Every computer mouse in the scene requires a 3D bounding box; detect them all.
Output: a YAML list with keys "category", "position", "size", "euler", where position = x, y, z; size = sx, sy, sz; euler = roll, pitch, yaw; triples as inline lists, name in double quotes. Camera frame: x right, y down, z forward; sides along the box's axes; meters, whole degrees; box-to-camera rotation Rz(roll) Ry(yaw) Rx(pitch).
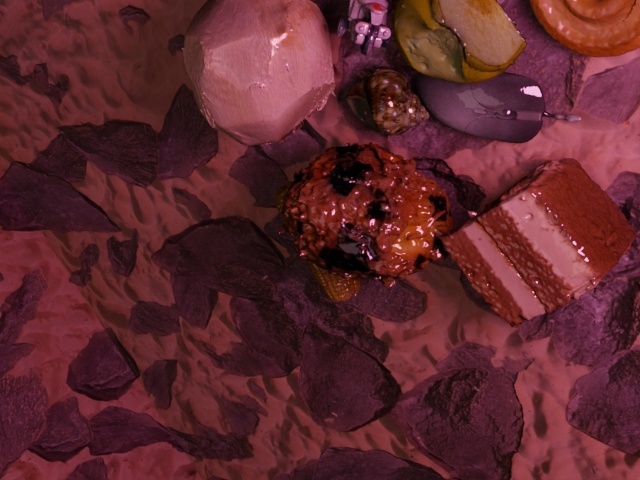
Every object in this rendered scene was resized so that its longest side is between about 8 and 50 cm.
- category: "computer mouse"
  position: [0.364, -0.288, 1.888]
  size: [0.379, 0.090, 0.167]
  euler: [17, 128, 29]

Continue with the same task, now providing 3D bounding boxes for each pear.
- category: "pear"
  position: [0.239, -0.432, 1.796]
  size: [0.292, 0.159, 0.292]
  euler: [38, 162, 15]

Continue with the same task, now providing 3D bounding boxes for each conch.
- category: "conch"
  position: [0.154, -0.307, 2.010]
  size: [0.181, 0.124, 0.187]
  euler: [54, 171, 24]

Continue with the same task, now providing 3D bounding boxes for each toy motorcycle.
- category: "toy motorcycle"
  position: [0.105, -0.506, 1.862]
  size: [0.110, 0.260, 0.171]
  euler: [10, 130, -8]

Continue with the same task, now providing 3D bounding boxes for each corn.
- category: "corn"
  position: [0.000, 0.000, 2.349]
  size: [0.131, 0.131, 0.344]
  euler: [-15, 108, 44]

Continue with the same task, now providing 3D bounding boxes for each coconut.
- category: "coconut"
  position: [-0.145, -0.420, 2.038]
  size: [0.346, 0.346, 0.360]
  euler: [11, 131, 34]

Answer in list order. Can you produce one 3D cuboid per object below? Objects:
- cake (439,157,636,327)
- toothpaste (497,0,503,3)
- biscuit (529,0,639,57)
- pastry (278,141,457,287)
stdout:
- category: "cake"
  position: [0.460, -0.004, 1.878]
  size: [0.282, 0.255, 0.290]
  euler: [52, 132, 2]
- category: "toothpaste"
  position: [0.261, -0.545, 1.833]
  size: [0.266, 0.061, 0.096]
  euler: [26, 134, 32]
- category: "biscuit"
  position: [0.517, -0.478, 1.628]
  size: [0.296, 0.102, 0.296]
  euler: [19, 127, 27]
- category: "pastry"
  position: [0.089, -0.062, 2.024]
  size: [0.405, 0.337, 0.292]
  euler: [42, 146, 44]
